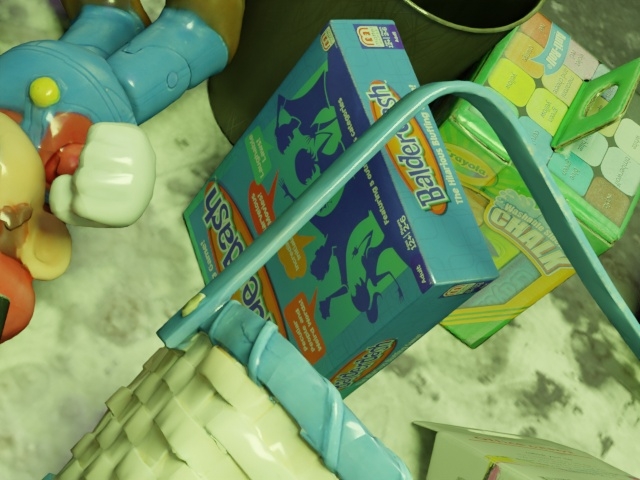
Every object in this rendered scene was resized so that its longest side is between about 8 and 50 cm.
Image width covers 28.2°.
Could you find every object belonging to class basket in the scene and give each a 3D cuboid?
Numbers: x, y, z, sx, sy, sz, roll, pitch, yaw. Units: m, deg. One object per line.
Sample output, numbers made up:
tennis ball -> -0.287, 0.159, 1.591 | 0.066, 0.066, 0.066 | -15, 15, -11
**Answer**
basket -> 0.025, 0.104, 0.560 | 0.289, 0.201, 0.255 | -37, 103, -7
basket -> 0.026, -0.150, 0.826 | 0.154, 0.227, 0.204 | 18, 55, -19

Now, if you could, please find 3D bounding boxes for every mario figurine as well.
mario figurine -> -0.165, -0.079, 0.705 | 0.170, 0.198, 0.320 | 45, 45, -14

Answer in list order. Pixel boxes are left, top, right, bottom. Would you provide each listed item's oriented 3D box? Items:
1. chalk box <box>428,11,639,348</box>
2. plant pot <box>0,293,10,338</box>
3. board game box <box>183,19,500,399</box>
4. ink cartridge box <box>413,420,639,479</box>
chalk box -> 0.128, -0.051, 0.831 | 0.132, 0.213, 0.132 | 38, 50, -4
plant pot -> -0.258, 0.108, 0.552 | 0.187, 0.188, 0.167 | 13, 69, -23
board game box -> 0.000, 0.000, 0.731 | 0.047, 0.210, 0.160 | -6, 64, -33
ink cartridge box -> 0.137, 0.165, 0.758 | 0.115, 0.198, 0.067 | 13, 92, -23
